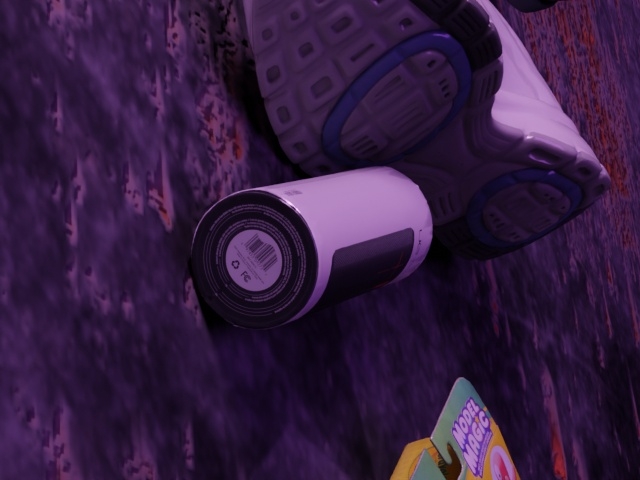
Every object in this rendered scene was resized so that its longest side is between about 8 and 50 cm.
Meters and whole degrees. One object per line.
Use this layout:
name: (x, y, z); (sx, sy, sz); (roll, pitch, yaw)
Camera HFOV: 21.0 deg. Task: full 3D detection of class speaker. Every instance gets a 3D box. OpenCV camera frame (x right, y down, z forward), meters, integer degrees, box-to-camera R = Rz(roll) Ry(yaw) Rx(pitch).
speaker: (0.000, 0.000, 0.715); (0.136, 0.055, 0.055); (-15, 89, -67)

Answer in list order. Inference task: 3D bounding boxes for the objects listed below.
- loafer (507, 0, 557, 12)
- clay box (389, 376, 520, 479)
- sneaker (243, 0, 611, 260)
loafer: (0.110, -0.257, 1.014); (0.267, 0.084, 0.096); (58, 43, -31)
clay box: (0.073, 0.183, 0.760); (0.222, 0.053, 0.127); (66, 25, -15)
sneaker: (0.038, -0.089, 0.831); (0.297, 0.111, 0.129); (39, 25, -59)
